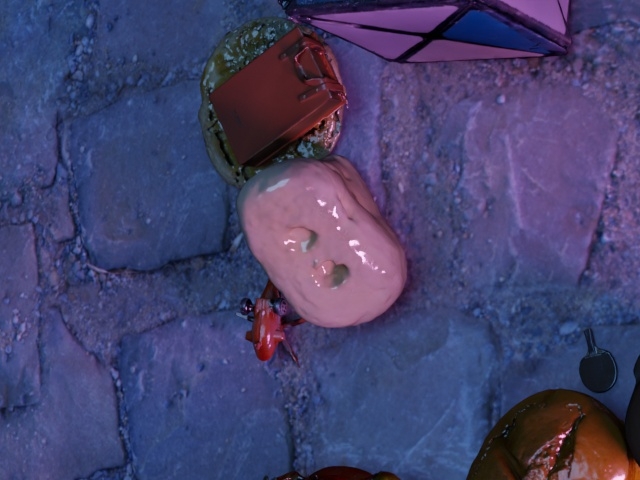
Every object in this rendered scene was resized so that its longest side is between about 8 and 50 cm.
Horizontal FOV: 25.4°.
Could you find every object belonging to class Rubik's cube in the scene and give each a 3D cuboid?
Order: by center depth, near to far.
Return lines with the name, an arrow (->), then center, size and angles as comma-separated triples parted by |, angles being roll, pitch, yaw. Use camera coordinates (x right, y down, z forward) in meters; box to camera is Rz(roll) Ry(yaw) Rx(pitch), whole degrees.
Rubik's cube -> 0.152, -0.408, 1.879 | 0.307, 0.310, 0.305 | 5, 83, 35

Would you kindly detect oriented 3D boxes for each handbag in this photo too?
handbag -> -0.062, -0.208, 2.063 | 0.190, 0.063, 0.127 | -33, 70, 27

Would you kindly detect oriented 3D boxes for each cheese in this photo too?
cheese -> -0.001, 0.001, 1.950 | 0.173, 0.251, 0.248 | -34, 76, 9

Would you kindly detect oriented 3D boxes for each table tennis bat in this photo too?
table tennis bat -> 0.353, 0.154, 1.827 | 0.050, 0.007, 0.083 | -21, 72, 28

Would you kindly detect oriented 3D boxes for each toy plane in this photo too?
toy plane -> -0.063, 0.079, 2.069 | 0.126, 0.077, 0.194 | 20, 83, 25

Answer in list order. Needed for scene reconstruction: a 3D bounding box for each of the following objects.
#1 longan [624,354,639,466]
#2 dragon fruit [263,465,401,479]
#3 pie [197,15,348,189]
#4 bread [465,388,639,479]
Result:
longan -> 0.444, 0.206, 1.671 | 0.185, 0.159, 0.204 | -37, 55, -5
dragon fruit -> 0.033, 0.426, 1.892 | 0.295, 0.130, 0.268 | 17, 92, 41
pie -> -0.080, -0.202, 2.139 | 0.274, 0.055, 0.274 | -3, 85, 31
bread -> 0.283, 0.315, 1.763 | 0.195, 0.142, 0.270 | 36, 103, 32
